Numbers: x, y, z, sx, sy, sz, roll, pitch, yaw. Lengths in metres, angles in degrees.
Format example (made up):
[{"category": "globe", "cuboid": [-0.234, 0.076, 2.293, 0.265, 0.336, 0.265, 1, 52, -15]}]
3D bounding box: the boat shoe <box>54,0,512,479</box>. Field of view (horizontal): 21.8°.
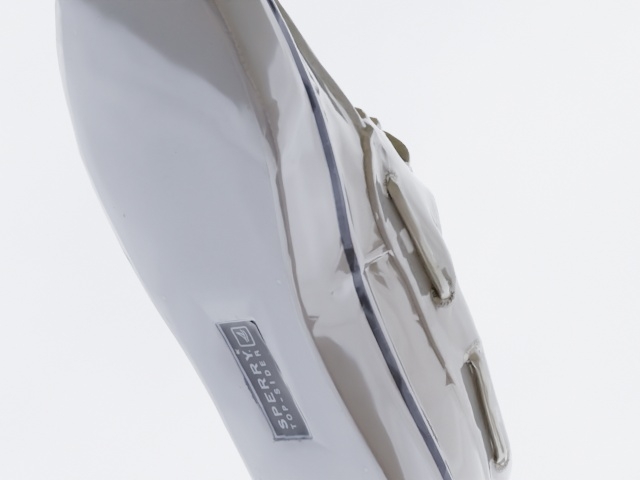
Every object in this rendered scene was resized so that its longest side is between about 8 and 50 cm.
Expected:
[{"category": "boat shoe", "cuboid": [0.000, 0.000, 0.573, 0.096, 0.267, 0.088, -9, -156, 45]}]
